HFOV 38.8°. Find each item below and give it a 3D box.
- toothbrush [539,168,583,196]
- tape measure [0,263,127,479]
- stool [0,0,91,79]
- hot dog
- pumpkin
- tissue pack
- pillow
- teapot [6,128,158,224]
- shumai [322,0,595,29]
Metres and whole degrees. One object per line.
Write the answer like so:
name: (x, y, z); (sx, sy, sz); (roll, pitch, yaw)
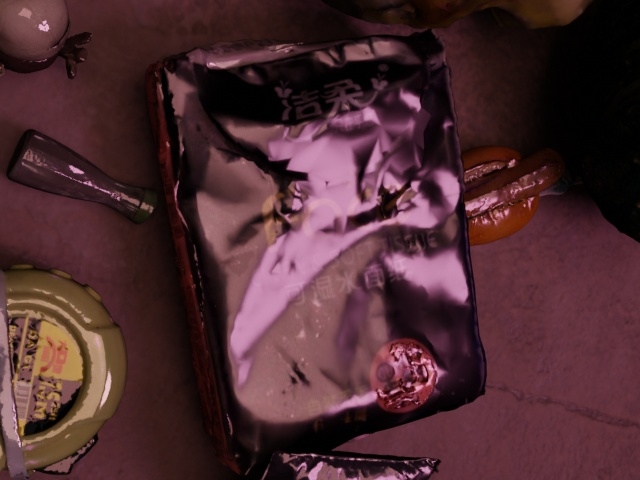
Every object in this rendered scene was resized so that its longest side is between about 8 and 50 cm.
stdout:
toothbrush: (0.338, -0.078, 0.938); (0.304, 0.030, 0.030); (-11, 96, -26)
tape measure: (-0.218, 0.094, 0.657); (0.154, 0.087, 0.177); (4, 88, -12)
stool: (-0.241, -0.204, 0.628); (0.125, 0.121, 0.217); (-36, 100, -21)
hot dog: (0.159, -0.043, 0.835); (0.140, 0.060, 0.089); (-13, 97, -21)
pumpkin: (0.323, -0.130, 0.790); (0.197, 0.263, 0.292); (5, 78, -17)
tissue pack: (0.000, 0.000, 0.734); (0.245, 0.123, 0.332); (-11, 95, -25)
pillow: (-0.010, 0.223, 0.713); (0.141, 0.208, 0.055); (5, 47, -24)
teapot: (-0.181, -0.044, 0.698); (0.111, 0.043, 0.042); (25, 81, -25)
shumai: (0.147, -0.305, 0.732); (0.263, 0.309, 0.304); (1, 105, -52)
